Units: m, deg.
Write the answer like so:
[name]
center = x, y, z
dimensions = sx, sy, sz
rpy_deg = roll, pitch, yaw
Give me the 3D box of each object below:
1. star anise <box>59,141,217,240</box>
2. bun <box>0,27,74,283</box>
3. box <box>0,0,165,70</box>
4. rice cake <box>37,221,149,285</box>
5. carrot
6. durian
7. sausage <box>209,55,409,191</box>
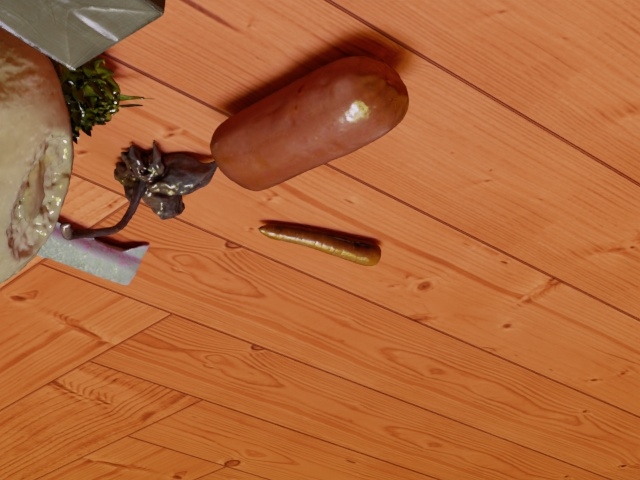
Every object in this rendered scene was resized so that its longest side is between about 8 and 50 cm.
[star anise]
center = -0.231, -0.036, 1.688
dimensions = 0.148, 0.227, 0.218
rpy_deg = -6, 139, 24
[bun]
center = -0.456, -0.095, 1.450
dimensions = 0.364, 0.202, 0.364
rpy_deg = 6, 111, 17
[box]
center = -0.273, -0.302, 1.278
dimensions = 0.155, 0.148, 0.231
rpy_deg = -21, 144, 35
[rice cake]
center = -0.378, -0.010, 1.897
dimensions = 0.290, 0.051, 0.081
rpy_deg = 23, 110, -35
[carrot]
center = 0.000, 0.000, 1.914
dimensions = 0.190, 0.037, 0.037
rpy_deg = 16, 147, -17
[durian]
center = -0.393, -0.150, 1.623
dimensions = 0.352, 0.158, 0.169
rpy_deg = -25, 176, 37
[sausage]
center = -0.007, -0.143, 1.590
dimensions = 0.259, 0.113, 0.114
rpy_deg = -22, 143, 37
